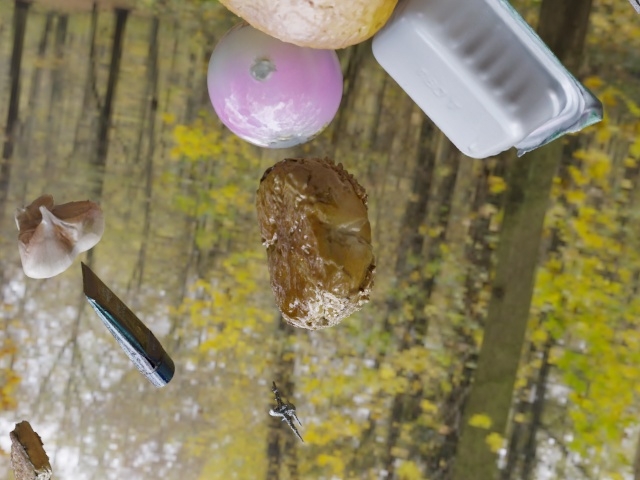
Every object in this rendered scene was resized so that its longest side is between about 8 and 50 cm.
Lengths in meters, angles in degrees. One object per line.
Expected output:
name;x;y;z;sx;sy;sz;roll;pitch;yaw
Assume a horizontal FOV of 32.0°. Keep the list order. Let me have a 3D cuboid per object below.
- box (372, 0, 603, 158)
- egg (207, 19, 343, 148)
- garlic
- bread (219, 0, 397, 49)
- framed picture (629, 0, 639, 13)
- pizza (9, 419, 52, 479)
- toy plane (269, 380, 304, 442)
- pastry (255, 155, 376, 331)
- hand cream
box;0.204;-0.241;1.593;0.337;0.106;0.264;45;158;-7
egg;-0.059;-0.229;1.609;0.196;0.196;0.271;12;-167;15
garlic;-0.436;-0.014;1.866;0.174;0.124;0.099;-32;-161;-33
bread;-0.017;-0.361;1.328;0.312;0.172;0.312;16;-139;-14
framed picture;0.610;-0.487;2.031;0.128;0.023;0.168;48;157;-18
pizza;-0.550;0.459;2.159;0.069;0.226;0.147;-17;-145;-32
toy plane;-0.040;0.190;1.239;0.024;0.078;0.084;-29;162;1
pastry;0.000;0.000;1.991;0.162;0.311;0.255;-13;-176;-30
hand cream;-0.368;0.162;2.079;0.061;0.270;0.120;-32;-149;5
